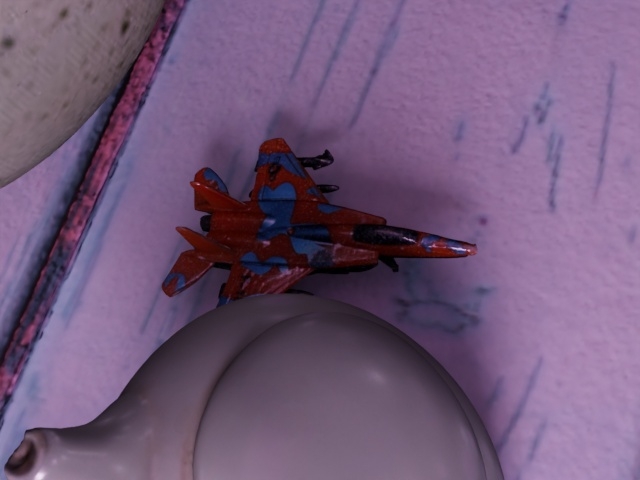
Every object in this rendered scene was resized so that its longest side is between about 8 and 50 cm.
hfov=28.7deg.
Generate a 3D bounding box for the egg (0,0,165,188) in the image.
[{"bbox_3d":[-0.234,-0.194,0.775,0.288,0.287,0.379,24,85,26],"label":"egg"}]

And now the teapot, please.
[{"bbox_3d":[0.020,0.166,0.578,0.220,0.149,0.318,-31,76,-24],"label":"teapot"}]

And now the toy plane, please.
[{"bbox_3d":[0.001,0.002,0.731,0.189,0.061,0.130,8,66,16],"label":"toy plane"}]
